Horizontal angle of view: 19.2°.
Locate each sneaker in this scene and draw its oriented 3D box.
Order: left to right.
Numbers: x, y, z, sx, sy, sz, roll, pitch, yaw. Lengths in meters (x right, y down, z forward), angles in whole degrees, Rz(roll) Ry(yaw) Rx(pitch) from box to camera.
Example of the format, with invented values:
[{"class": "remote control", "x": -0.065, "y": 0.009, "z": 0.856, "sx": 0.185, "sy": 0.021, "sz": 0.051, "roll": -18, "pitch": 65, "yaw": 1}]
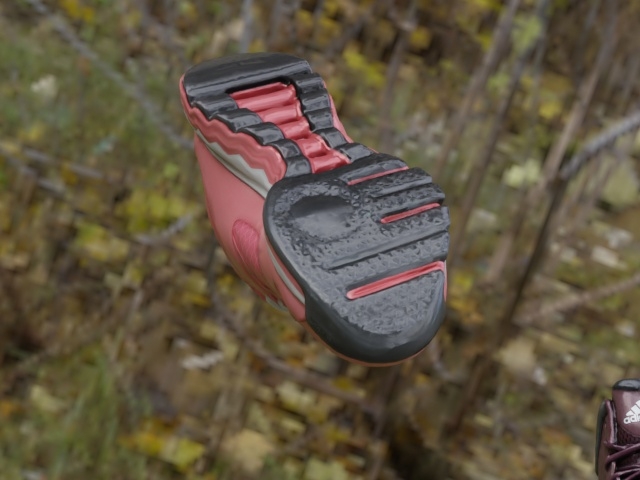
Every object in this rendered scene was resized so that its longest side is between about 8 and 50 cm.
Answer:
[{"class": "sneaker", "x": 0.000, "y": 0.000, "z": 1.229, "sx": 0.116, "sy": 0.136, "sz": 0.314, "roll": -13, "pitch": 38, "yaw": -16}, {"class": "sneaker", "x": 0.239, "y": 0.186, "z": 1.446, "sx": 0.106, "sy": 0.162, "sz": 0.281, "roll": -4, "pitch": -6, "yaw": 6}]
